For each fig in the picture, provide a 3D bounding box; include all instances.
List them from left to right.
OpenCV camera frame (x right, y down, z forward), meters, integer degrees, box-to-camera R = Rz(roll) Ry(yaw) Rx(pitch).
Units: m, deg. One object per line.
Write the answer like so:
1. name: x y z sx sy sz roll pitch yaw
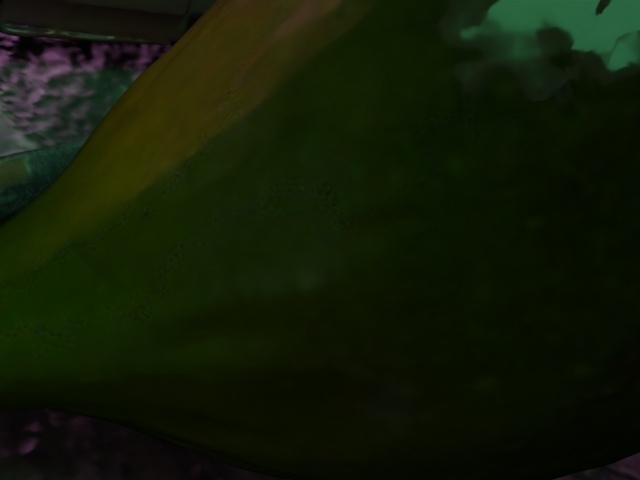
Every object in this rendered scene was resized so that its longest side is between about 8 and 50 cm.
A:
1. fig: 0.000 0.000 0.390 0.275 0.206 0.206 -22 59 -20

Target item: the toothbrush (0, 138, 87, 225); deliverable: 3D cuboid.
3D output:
1. toothbrush: -0.040 -0.041 0.504 0.375 0.028 0.037 -19 79 -43

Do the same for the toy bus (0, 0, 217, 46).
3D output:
1. toy bus: -0.099 -0.133 0.520 0.274 0.090 0.112 0 41 -32
